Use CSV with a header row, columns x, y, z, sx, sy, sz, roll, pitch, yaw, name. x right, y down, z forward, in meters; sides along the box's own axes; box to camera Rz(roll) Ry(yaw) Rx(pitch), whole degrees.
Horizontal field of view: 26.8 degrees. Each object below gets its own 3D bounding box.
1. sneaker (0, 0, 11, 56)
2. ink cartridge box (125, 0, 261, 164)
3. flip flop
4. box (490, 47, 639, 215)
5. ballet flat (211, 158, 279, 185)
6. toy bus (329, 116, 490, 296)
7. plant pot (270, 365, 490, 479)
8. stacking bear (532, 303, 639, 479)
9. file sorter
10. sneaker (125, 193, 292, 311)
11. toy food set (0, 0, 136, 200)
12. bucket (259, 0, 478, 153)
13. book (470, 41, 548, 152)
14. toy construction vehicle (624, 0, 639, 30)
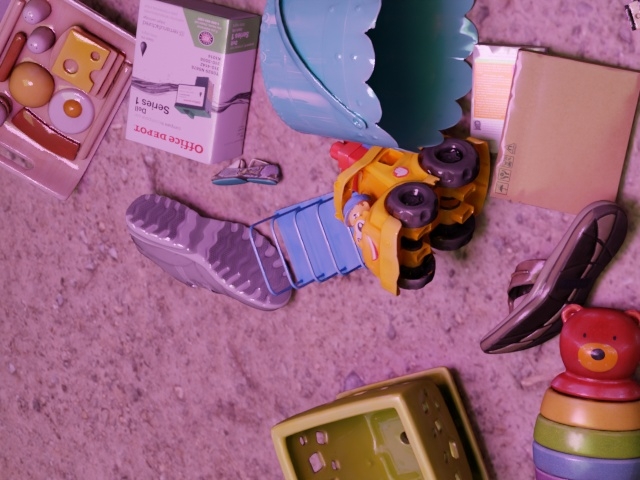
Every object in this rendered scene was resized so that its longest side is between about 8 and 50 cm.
x,y,z,sx,sy,sz,roll,pitch,yaw,name
-0.530,-0.354,2.135,0.121,0.079,0.217,-15,105,48,sneaker
-0.188,-0.236,1.963,0.160,0.092,0.219,17,111,24,ink cartridge box
0.302,0.047,1.778,0.080,0.112,0.277,55,129,37,flip flop
0.318,-0.136,1.742,0.164,0.021,0.201,13,108,12,box
-0.110,-0.101,1.994,0.114,0.041,0.041,1,104,28,ballet flat
0.091,-0.063,1.782,0.211,0.220,0.149,27,142,24,toy bus
0.100,0.308,1.888,0.227,0.207,0.228,-19,94,31,plant pot
0.358,0.230,1.760,0.175,0.164,0.289,7,96,20,stacking bear
0.000,0.000,1.919,0.170,0.104,0.118,-17,94,31,file sorter
-0.165,0.028,2.039,0.281,0.105,0.115,30,149,14,sneaker
-0.419,-0.234,2.044,0.219,0.092,0.306,30,118,-6,toy food set
0.062,-0.252,1.729,0.183,0.281,0.281,6,106,32,bucket
0.249,-0.186,1.777,0.096,0.035,0.144,8,107,23,book
0.426,-0.280,1.659,0.086,0.035,0.098,-19,96,20,toy construction vehicle
